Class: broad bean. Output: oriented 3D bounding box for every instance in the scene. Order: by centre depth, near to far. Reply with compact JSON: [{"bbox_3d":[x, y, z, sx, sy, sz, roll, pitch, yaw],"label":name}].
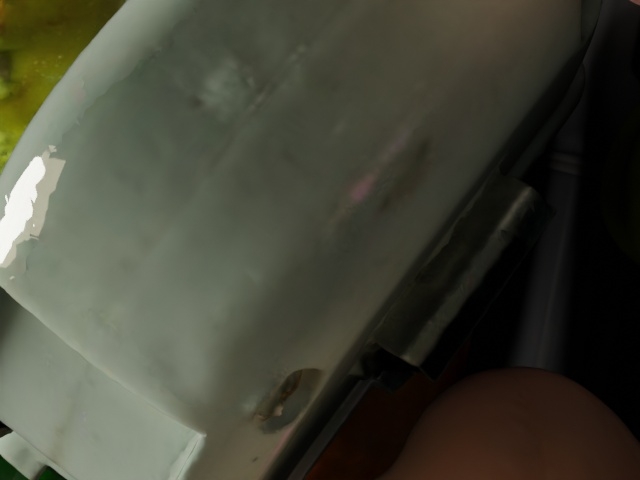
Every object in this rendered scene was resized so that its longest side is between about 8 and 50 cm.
[{"bbox_3d":[0.114,-0.022,0.452,0.083,0.045,0.063,132,145,-74],"label":"broad bean"}]

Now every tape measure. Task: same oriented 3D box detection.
[{"bbox_3d":[-0.010,0.002,0.456,0.243,0.125,0.246,-55,-6,-5],"label":"tape measure"}]

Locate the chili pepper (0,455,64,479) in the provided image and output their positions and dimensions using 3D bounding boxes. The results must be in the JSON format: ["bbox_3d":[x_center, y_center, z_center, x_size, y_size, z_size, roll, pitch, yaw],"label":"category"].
[{"bbox_3d":[-0.197,0.249,1.067,0.257,0.233,0.248,-20,79,62],"label":"chili pepper"}]

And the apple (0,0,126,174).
[{"bbox_3d":[-0.169,-0.169,0.947,0.384,0.374,0.374,157,120,-77],"label":"apple"}]

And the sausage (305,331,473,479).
[{"bbox_3d":[-0.001,0.000,0.649,0.153,0.141,0.268,-146,65,-72],"label":"sausage"}]

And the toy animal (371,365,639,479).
[{"bbox_3d":[0.053,0.128,0.384,0.198,0.171,0.171,-174,92,-73],"label":"toy animal"}]

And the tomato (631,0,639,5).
[{"bbox_3d":[0.099,-0.143,0.289,0.214,0.155,0.180,-44,56,46],"label":"tomato"}]
